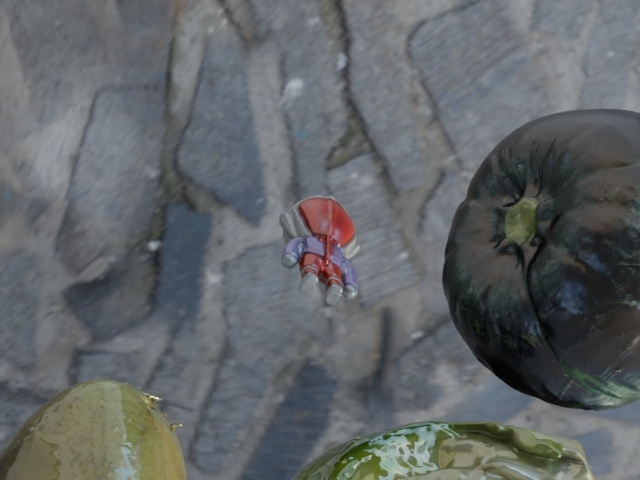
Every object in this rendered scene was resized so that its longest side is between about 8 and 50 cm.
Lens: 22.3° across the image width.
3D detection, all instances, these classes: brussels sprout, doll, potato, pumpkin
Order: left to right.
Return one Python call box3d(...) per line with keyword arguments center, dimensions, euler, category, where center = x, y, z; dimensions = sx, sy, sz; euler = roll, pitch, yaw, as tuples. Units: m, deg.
box3d(center=(-0.245, 0.314, 1.598), dimensions=(0.219, 0.270, 0.359), euler=(33, 42, -31), category="potato")
box3d(center=(0.000, 0.000, 1.873), dimensions=(0.102, 0.227, 0.075), euler=(26, 114, -16), category="doll")
box3d(center=(0.133, 0.335, 1.815), dimensions=(0.371, 0.315, 0.275), euler=(-6, 60, 0), category="brussels sprout")
box3d(center=(0.273, 0.020, 1.547), dimensions=(0.238, 0.315, 0.315), euler=(34, 76, -28), category="pumpkin")
